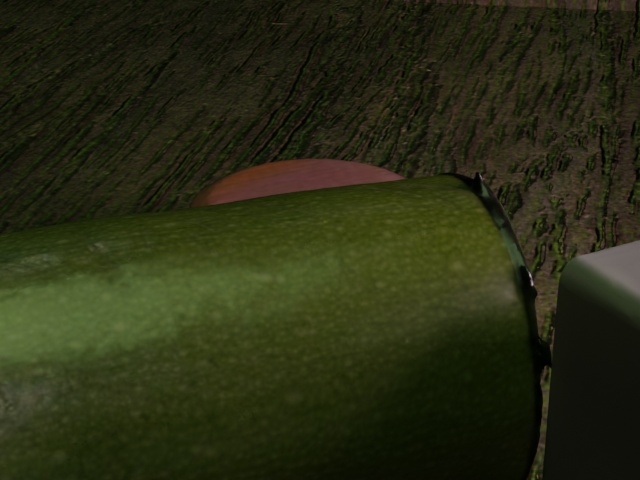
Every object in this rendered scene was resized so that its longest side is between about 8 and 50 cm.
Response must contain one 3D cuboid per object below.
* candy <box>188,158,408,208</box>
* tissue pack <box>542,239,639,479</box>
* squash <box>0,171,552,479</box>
[{"bbox_3d":[0.000,0.000,1.475,0.255,0.094,0.255,0,24,0],"label":"candy"},{"bbox_3d":[0.250,0.133,1.000,0.159,0.246,0.136,-13,29,-27],"label":"tissue pack"},{"bbox_3d":[-0.059,0.102,1.056,0.384,0.263,0.263,-9,26,-20],"label":"squash"}]
